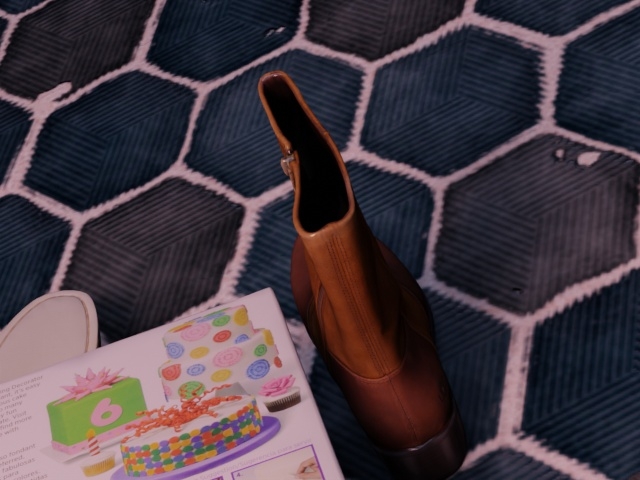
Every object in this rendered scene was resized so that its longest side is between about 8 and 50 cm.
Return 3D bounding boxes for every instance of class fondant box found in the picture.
[{"bbox_3d":[-0.098,0.183,1.026,0.238,0.096,0.330,-20,33,-3],"label":"fondant box"}]

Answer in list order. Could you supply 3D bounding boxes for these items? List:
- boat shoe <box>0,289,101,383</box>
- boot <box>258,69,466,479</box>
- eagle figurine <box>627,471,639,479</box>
[{"bbox_3d":[-0.203,0.151,1.258,0.095,0.079,0.254,-11,47,12],"label":"boat shoe"},{"bbox_3d":[0.000,0.000,1.159,0.096,0.280,0.264,-20,43,6],"label":"boot"},{"bbox_3d":[0.294,0.118,1.008,0.226,0.225,0.298,-158,92,-84],"label":"eagle figurine"}]
